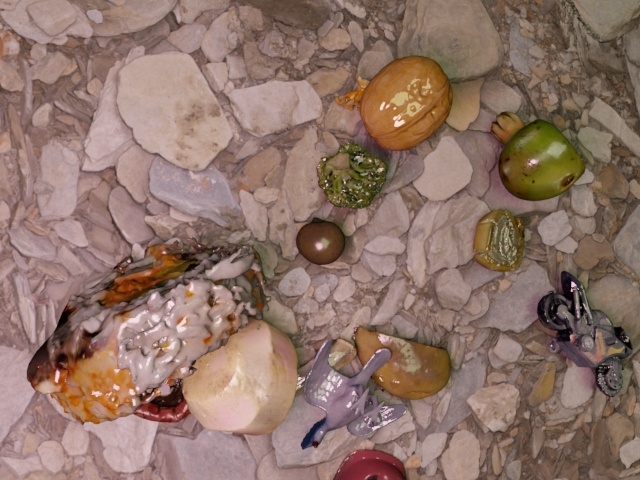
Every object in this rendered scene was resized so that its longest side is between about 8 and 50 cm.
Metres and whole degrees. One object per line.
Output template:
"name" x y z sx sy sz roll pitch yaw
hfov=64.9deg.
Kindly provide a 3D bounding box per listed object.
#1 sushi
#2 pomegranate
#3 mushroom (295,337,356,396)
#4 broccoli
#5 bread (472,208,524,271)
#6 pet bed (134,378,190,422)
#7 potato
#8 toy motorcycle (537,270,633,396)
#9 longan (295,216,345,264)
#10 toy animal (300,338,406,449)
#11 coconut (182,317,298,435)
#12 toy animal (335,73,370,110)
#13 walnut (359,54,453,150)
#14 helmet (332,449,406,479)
"sushi" -0.274 0.128 0.872 0.417 0.417 0.175 -29 109 -16
"pomegranate" 0.499 -0.200 1.218 0.159 0.190 0.241 -37 95 9
"mushroom" -0.012 0.285 1.100 0.202 0.054 0.059 -32 87 -10
"broccoli" 0.064 -0.144 1.129 0.162 0.138 0.145 31 83 32
"bread" 0.440 -0.001 1.237 0.118 0.064 0.156 8 83 -15
"pet bed" -0.316 0.272 1.019 0.201 0.053 0.201 2 85 -19
"potato" 0.184 0.284 1.125 0.243 0.098 0.138 16 82 -11
"toy motorcycle" 0.667 0.232 1.253 0.173 0.108 0.307 -41 94 -24
"longan" 0.000 0.000 1.111 0.113 0.092 0.113 -2 68 5
"toy animal" 0.052 0.331 1.056 0.239 0.176 0.255 46 64 -16
"coconut" -0.140 0.262 0.977 0.237 0.197 0.236 11 77 -56
"toy animal" 0.084 -0.354 1.197 0.081 0.060 0.083 13 78 24
"walnut" 0.195 -0.313 1.150 0.226 0.193 0.193 -40 94 -16
"helmet" 0.113 0.590 1.046 0.198 0.154 0.253 17 85 -11
